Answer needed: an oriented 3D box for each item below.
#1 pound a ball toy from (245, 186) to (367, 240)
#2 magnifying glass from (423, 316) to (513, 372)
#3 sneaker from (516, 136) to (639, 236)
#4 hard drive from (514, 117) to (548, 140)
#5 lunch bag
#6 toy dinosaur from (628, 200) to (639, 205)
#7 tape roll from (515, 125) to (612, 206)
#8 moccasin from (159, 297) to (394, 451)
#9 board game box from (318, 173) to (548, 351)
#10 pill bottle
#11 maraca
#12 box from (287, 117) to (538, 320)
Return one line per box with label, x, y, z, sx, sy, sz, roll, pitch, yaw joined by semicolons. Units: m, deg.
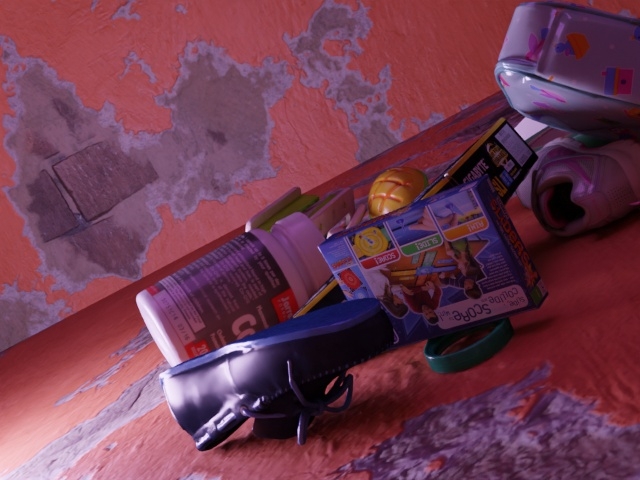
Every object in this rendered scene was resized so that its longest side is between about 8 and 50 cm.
pound a ball toy;0.000;0.000;1.867;0.208;0.136;0.319;2;18;18
magnifying glass;0.140;0.095;1.062;0.092;0.026;0.231;-29;10;-4
sneaker;0.299;-0.064;1.227;0.111;0.103;0.252;-29;7;-14
hard drive;0.467;-0.247;1.789;0.353;0.047;0.233;-32;-10;-27
lunch bag;0.355;-0.176;1.174;0.108;0.279;0.224;-68;-20;-4
toy dinosaur;0.385;-0.067;1.073;0.047;0.090;0.082;145;138;-66
tape roll;0.421;-0.158;1.456;0.321;0.077;0.321;-30;6;3
moccasin;-0.036;0.146;1.030;0.138;0.117;0.342;-19;-4;-38
board game box;0.109;0.029;1.005;0.201;0.136;0.035;-20;13;38
pill bottle;-0.119;0.082;1.514;0.283;0.161;0.161;-30;8;-16
maraca;0.141;-0.065;1.815;0.127;0.099;0.186;-29;33;27
box;0.104;0.009;1.213;0.322;0.079;0.257;-44;1;31
